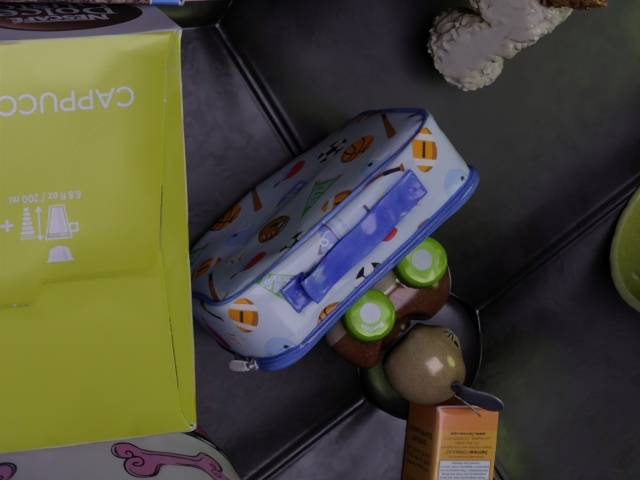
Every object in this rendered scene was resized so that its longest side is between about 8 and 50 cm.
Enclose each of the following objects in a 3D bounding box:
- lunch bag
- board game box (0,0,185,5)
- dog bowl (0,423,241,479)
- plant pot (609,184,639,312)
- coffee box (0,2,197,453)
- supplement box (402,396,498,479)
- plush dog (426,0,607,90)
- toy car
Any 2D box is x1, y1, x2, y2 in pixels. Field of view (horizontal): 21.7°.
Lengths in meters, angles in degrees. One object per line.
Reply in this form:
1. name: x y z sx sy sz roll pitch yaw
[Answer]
1. lunch bag: 0.000 0.000 1.620 0.303 0.243 0.115 -44 109 -13
2. board game box: -0.266 -0.301 1.350 0.291 0.232 0.141 -1 122 -16
3. dog bowl: -0.239 0.296 1.505 0.408 0.150 0.408 -14 142 -11
4. plant pot: 0.502 0.046 1.840 0.276 0.276 0.254 -52 122 -10
5. coffee box: -0.302 -0.035 1.398 0.337 0.334 0.338 -5 108 -15
6. supplement box: 0.132 0.286 1.792 0.080 0.078 0.233 2 94 -22
7. plush dog: 0.215 -0.305 1.702 0.225 0.210 0.262 -59 140 -40
8. toy car: 0.111 0.105 1.695 0.188 0.155 0.149 45 78 0
